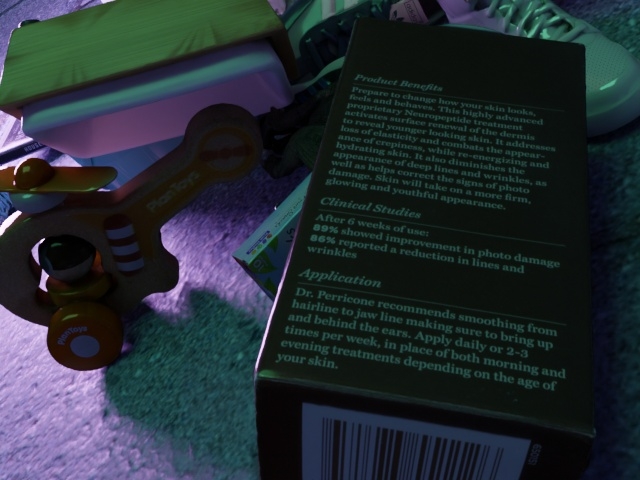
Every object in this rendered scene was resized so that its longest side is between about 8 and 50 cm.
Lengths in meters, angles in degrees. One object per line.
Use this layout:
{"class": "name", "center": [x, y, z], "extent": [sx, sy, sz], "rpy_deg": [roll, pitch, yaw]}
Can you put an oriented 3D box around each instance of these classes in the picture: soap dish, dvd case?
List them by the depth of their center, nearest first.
{"class": "soap dish", "center": [-0.174, -0.186, 0.970], "extent": [0.291, 0.118, 0.229], "rpy_deg": [-15, -3, 2]}
{"class": "dvd case", "center": [-0.478, -0.233, 1.660], "extent": [0.239, 0.029, 0.179], "rpy_deg": [-18, 36, 13]}

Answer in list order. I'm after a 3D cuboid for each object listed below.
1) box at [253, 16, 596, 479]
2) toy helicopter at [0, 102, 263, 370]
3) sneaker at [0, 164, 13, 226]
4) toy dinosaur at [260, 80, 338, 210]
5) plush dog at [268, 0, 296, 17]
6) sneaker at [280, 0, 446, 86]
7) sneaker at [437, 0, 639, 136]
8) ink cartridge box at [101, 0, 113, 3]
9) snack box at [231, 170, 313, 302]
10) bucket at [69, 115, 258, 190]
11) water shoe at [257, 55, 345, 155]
{"class": "box", "center": [0.084, 0.001, 0.646], "extent": [0.191, 0.143, 0.381], "rpy_deg": [9, 47, 7]}
{"class": "toy helicopter", "center": [-0.220, -0.037, 0.970], "extent": [0.355, 0.235, 0.140], "rpy_deg": [-36, 31, 14]}
{"class": "sneaker", "center": [-0.572, -0.076, 1.525], "extent": [0.122, 0.110, 0.283], "rpy_deg": [-42, 32, -10]}
{"class": "toy dinosaur", "center": [0.018, -0.100, 0.933], "extent": [0.160, 0.121, 0.313], "rpy_deg": [-27, 27, 44]}
{"class": "plush dog", "center": [-0.091, -0.451, 1.447], "extent": [0.263, 0.210, 0.225], "rpy_deg": [-11, 18, 38]}
{"class": "sneaker", "center": [0.061, -0.277, 1.105], "extent": [0.319, 0.112, 0.131], "rpy_deg": [-38, 31, -1]}
{"class": "sneaker", "center": [0.184, -0.210, 0.851], "extent": [0.108, 0.169, 0.292], "rpy_deg": [-38, 33, -2]}
{"class": "ink cartridge box", "center": [-0.244, -0.478, 1.747], "extent": [0.308, 0.091, 0.385], "rpy_deg": [-38, 48, 1]}
{"class": "snack box", "center": [0.000, 0.000, 0.839], "extent": [0.141, 0.100, 0.037], "rpy_deg": [-46, 33, -12]}
{"class": "bucket", "center": [-0.234, -0.185, 1.238], "extent": [0.281, 0.183, 0.281], "rpy_deg": [-27, 33, 19]}
{"class": "water shoe", "center": [0.009, -0.156, 1.075], "extent": [0.203, 0.073, 0.080], "rpy_deg": [-18, 58, 39]}
